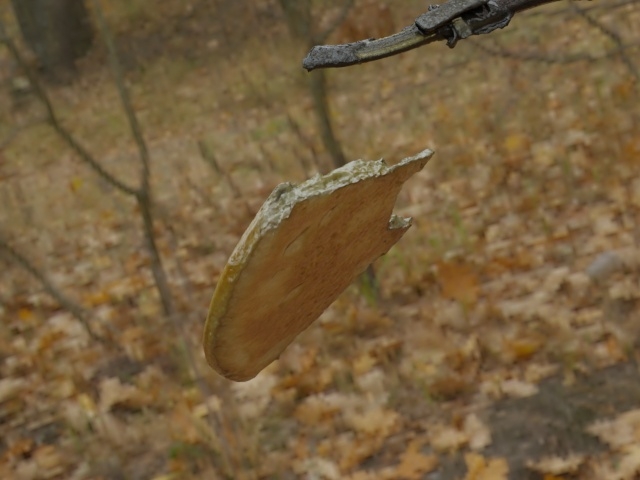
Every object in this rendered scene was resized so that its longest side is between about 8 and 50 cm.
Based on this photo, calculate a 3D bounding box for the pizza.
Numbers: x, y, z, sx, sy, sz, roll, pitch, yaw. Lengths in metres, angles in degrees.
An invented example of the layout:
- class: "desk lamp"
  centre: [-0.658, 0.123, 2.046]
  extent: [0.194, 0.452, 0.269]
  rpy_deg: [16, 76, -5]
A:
- class: "pizza"
  centre: [0.000, 0.000, 1.182]
  extent: [0.034, 0.181, 0.262]
  rpy_deg: [36, 59, 26]

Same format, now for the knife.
- class: "knife"
  centre: [0.094, -0.134, 0.848]
  extent: [0.222, 0.021, 0.045]
  rpy_deg: [-12, 51, -8]
